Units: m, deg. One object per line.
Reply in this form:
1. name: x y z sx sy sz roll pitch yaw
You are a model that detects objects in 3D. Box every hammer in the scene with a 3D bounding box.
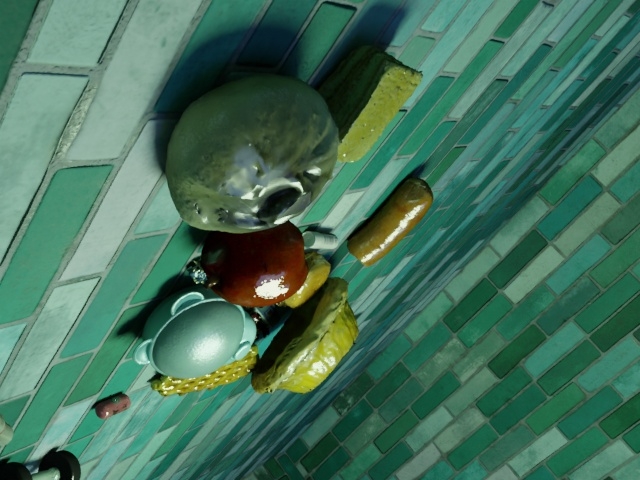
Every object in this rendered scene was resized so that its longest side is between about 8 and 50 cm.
1. hammer: -0.464 0.370 1.595 0.083 0.043 0.043 -14 148 -53

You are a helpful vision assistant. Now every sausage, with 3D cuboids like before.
1. sausage: 0.185 -0.047 1.826 0.270 0.109 0.109 -48 161 22

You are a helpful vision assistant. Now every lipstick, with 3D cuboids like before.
1. lipstick: -0.582 0.337 1.264 0.063 0.057 0.186 -34 166 -21
2. lipstick: 0.000 0.000 1.659 0.040 0.040 0.141 -46 162 17

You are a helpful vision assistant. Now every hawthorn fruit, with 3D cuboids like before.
1. hawthorn fruit: -0.124 0.040 1.274 0.202 0.185 0.185 -25 157 -37

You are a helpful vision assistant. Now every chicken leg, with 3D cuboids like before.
1. chicken leg: -0.183 0.212 1.735 0.105 0.063 0.234 -22 160 -4

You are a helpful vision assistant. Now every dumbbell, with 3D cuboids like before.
1. dumbbell: -0.615 0.517 1.537 0.100 0.100 0.191 -44 163 10

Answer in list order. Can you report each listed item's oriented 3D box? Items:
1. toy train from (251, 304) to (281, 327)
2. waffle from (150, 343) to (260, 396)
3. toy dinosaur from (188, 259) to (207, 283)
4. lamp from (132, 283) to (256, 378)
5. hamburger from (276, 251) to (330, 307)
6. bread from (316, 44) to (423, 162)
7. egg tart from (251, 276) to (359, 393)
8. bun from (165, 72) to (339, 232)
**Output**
1. toy train: -0.141 0.162 1.744 0.055 0.048 0.252 -41 162 -8
2. waffle: -0.273 0.324 1.754 0.291 0.051 0.291 -20 157 -9
3. toy dinosaur: -0.221 0.057 1.361 0.047 0.030 0.083 -42 163 10
4. lamp: -0.239 0.191 1.453 0.209 0.147 0.284 -47 162 10
5. hamburger: -0.045 0.099 1.735 0.138 0.083 0.147 -25 152 -42
6. bread: 0.061 -0.224 1.158 0.196 0.102 0.138 -51 162 22
7. egg tart: -0.024 0.267 1.864 0.388 0.169 0.388 -50 -177 4
8. bun: -0.089 -0.114 1.018 0.273 0.168 0.273 -29 155 -15
